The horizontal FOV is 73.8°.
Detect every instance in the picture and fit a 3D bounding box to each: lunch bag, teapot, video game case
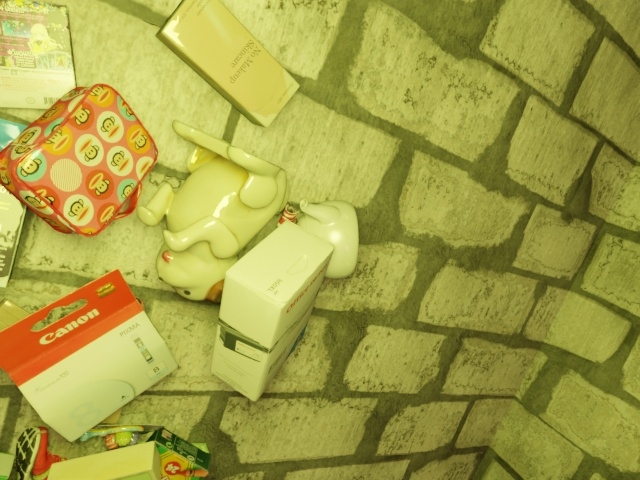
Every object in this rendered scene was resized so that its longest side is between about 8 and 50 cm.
[{"bbox_3d":[-0.490,-0.159,0.919,0.293,0.120,0.258,-64,145,-30],"label":"lunch bag"},{"bbox_3d":[0.000,0.000,1.268,0.186,0.252,0.257,-1,97,-8],"label":"teapot"},{"bbox_3d":[-0.634,-0.379,0.870,0.231,0.042,0.211,-6,113,-26],"label":"video game case"}]

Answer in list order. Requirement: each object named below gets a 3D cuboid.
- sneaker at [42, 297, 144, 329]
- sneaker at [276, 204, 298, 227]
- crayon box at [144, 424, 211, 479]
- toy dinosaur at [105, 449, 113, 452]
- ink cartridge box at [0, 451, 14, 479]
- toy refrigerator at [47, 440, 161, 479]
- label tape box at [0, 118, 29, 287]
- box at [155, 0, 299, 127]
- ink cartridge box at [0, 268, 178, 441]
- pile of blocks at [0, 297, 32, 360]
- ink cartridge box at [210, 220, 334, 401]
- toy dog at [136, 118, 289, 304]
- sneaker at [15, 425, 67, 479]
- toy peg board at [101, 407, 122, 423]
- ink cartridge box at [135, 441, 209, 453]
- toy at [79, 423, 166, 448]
[{"bbox_3d":[-0.602,0.271,1.113,0.313,0.116,0.136,-22,120,-19],"label":"sneaker"},{"bbox_3d":[-0.085,-0.074,1.248,0.042,0.118,0.067,31,110,5],"label":"sneaker"},{"bbox_3d":[-0.521,0.763,1.332,0.202,0.081,0.319,38,97,-15],"label":"crayon box"},{"bbox_3d":[-0.669,0.673,1.287,0.112,0.064,0.212,14,114,-50],"label":"toy dinosaur"},{"bbox_3d":[-0.938,0.657,1.110,0.153,0.087,0.209,31,95,-33],"label":"ink cartridge box"},{"bbox_3d":[-0.592,0.655,1.178,0.269,0.094,0.103,-8,125,-11],"label":"toy refrigerator"},{"bbox_3d":[-0.726,-0.097,0.842,0.248,0.115,0.349,14,86,-33],"label":"label tape box"},{"bbox_3d":[-0.216,-0.430,1.023,0.311,0.121,0.148,36,90,-34],"label":"box"},{"bbox_3d":[-0.545,0.285,1.025,0.308,0.091,0.385,-33,145,-26],"label":"ink cartridge box"},{"bbox_3d":[-0.782,0.141,0.847,0.362,0.112,0.149,25,80,-51],"label":"pile of blocks"},{"bbox_3d":[-0.133,0.186,1.150,0.285,0.166,0.395,-47,161,-50],"label":"ink cartridge box"},{"bbox_3d":[-0.276,-0.045,1.096,0.408,0.284,0.395,-64,160,6],"label":"toy dog"},{"bbox_3d":[-0.777,0.626,1.195,0.118,0.107,0.279,-5,117,-46],"label":"sneaker"},{"bbox_3d":[-0.629,0.411,1.191,0.161,0.079,0.161,23,83,-35],"label":"toy peg board"},{"bbox_3d":[-0.509,0.747,1.398,0.234,0.056,0.171,19,101,-34],"label":"ink cartridge box"},{"bbox_3d":[-0.587,0.564,1.221,0.136,0.056,0.237,-31,140,34],"label":"toy"}]
